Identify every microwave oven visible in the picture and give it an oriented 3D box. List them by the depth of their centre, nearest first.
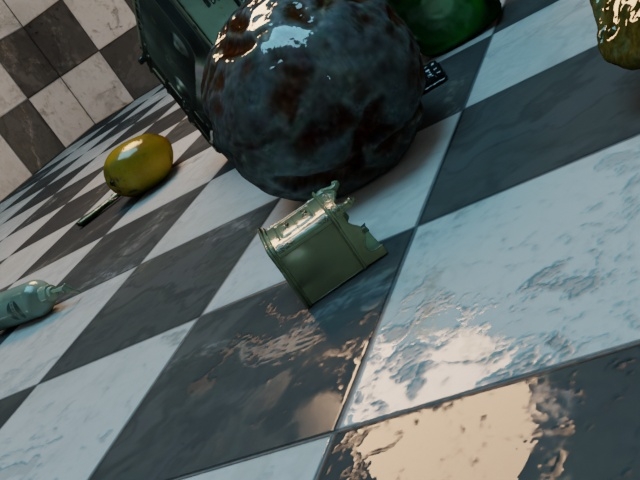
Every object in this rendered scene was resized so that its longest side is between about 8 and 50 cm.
[{"bbox_3d":[-0.086,-0.339,1.294,0.333,0.247,0.394,-40,-5,-12],"label":"microwave oven"}]

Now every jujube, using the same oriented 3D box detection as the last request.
[{"bbox_3d":[-0.013,-0.170,0.953,0.246,0.215,0.308,-34,22,-9],"label":"jujube"}]

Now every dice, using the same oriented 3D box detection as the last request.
[{"bbox_3d":[0.169,-0.341,1.216,0.128,0.131,0.120,-27,17,25],"label":"dice"}]

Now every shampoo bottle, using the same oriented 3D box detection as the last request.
[{"bbox_3d":[-0.421,0.087,1.263,0.195,0.056,0.056,-20,23,40],"label":"shampoo bottle"}]

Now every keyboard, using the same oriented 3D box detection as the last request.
[{"bbox_3d":[0.055,-0.161,1.126,0.231,0.023,0.072,-30,21,12],"label":"keyboard"}]

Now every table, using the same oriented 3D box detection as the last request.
[{"bbox_3d":[0.000,0.000,0.744,0.083,0.062,0.079,-34,19,0],"label":"table"}]

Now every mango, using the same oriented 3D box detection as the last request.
[{"bbox_3d":[-0.334,-0.148,1.659,0.137,0.098,0.195,-30,11,22],"label":"mango"}]

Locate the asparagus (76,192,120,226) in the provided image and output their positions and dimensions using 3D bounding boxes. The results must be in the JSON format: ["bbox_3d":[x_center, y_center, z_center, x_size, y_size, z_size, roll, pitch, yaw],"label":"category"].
[{"bbox_3d":[-0.393,-0.103,1.758,0.233,0.022,0.023,-43,-25,-18],"label":"asparagus"}]

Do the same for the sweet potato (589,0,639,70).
[{"bbox_3d":[0.339,-0.258,0.700,0.370,0.158,0.158,-36,17,-29],"label":"sweet potato"}]
